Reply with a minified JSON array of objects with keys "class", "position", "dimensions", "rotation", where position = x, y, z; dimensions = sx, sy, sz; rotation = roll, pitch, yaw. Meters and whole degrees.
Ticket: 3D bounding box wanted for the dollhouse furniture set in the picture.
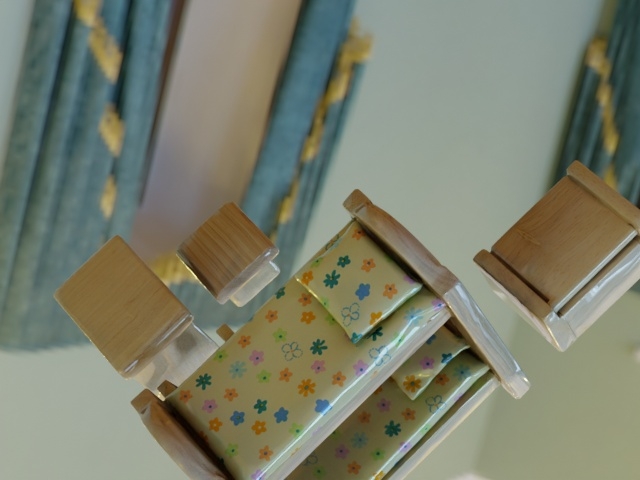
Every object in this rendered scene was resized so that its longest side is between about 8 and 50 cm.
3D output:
[{"class":"dollhouse furniture set","position":[0.000,0.000,0.610],"dimensions":[0.161,0.182,0.101],"rotation":[43,175,36]}]
